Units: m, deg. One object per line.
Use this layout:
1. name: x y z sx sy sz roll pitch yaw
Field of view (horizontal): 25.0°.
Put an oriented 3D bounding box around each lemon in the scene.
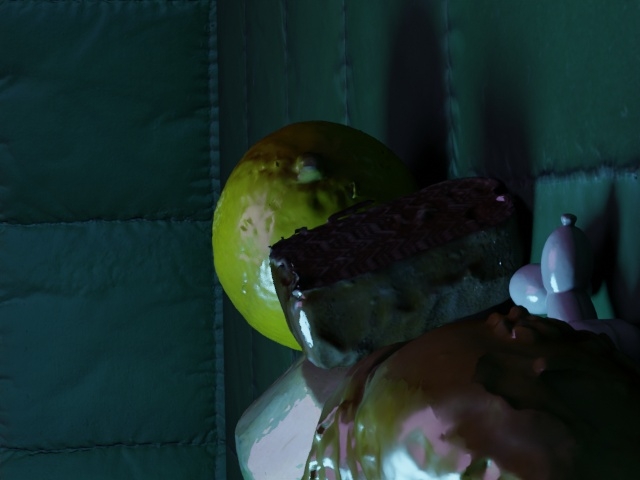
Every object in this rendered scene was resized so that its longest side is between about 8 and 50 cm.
1. lemon: 0.000 -0.002 1.495 0.263 0.236 0.235 27 -122 -67

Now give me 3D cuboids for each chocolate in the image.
1. chocolate: 0.070 0.026 1.234 0.148 0.214 0.093 -121 14 -66

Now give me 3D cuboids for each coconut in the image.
1. coconut: 0.043 0.201 1.301 0.259 0.259 0.259 179 90 -80

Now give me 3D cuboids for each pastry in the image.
1. pastry: 0.127 0.174 0.879 0.284 0.184 0.315 56 150 12

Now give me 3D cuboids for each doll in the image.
1. doll: 0.176 0.070 1.011 0.160 0.059 0.161 -112 23 -60
